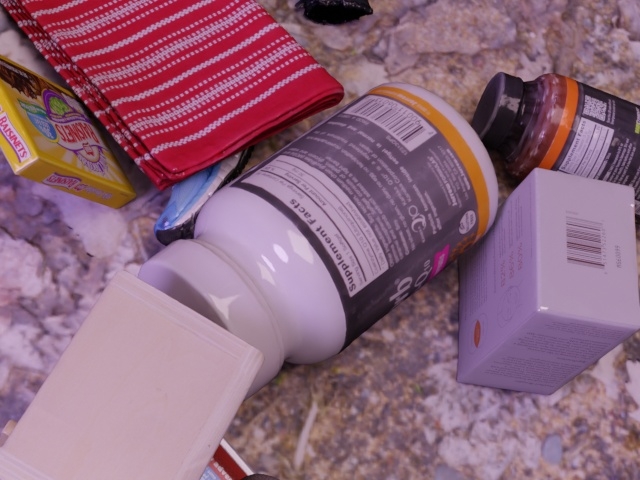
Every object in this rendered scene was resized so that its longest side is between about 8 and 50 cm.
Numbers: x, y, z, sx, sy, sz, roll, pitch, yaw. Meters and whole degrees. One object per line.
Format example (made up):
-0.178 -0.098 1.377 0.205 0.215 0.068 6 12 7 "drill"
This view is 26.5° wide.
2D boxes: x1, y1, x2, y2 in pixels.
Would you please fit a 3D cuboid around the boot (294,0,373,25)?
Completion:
0.033 -0.257 1.296 0.121 0.045 0.099 -2 64 -12 "boot"

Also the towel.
-0.133 -0.175 1.174 0.199 0.031 0.275 -30 65 -29 "towel"

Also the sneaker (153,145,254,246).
-0.109 -0.060 1.156 0.073 0.063 0.162 20 53 5 "sneaker"

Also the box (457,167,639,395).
0.187 0.039 1.138 0.091 0.170 0.130 10 63 -13 "box"

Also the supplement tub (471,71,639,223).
0.242 -0.090 1.256 0.198 0.106 0.106 20 61 -9 "supplement tub"

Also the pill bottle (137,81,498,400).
0.000 0.000 1.099 0.278 0.162 0.162 -36 82 -28 "pill bottle"

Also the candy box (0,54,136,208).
-0.209 -0.084 1.052 0.027 0.206 0.105 -30 80 7 "candy box"

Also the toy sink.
-0.162 0.163 0.943 0.131 0.153 0.234 31 61 -3 "toy sink"

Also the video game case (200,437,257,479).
-0.175 0.236 1.005 0.285 0.025 0.204 -39 82 -29 "video game case"

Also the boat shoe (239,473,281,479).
0.014 0.335 0.957 0.130 0.132 0.355 -29 82 -23 "boat shoe"
